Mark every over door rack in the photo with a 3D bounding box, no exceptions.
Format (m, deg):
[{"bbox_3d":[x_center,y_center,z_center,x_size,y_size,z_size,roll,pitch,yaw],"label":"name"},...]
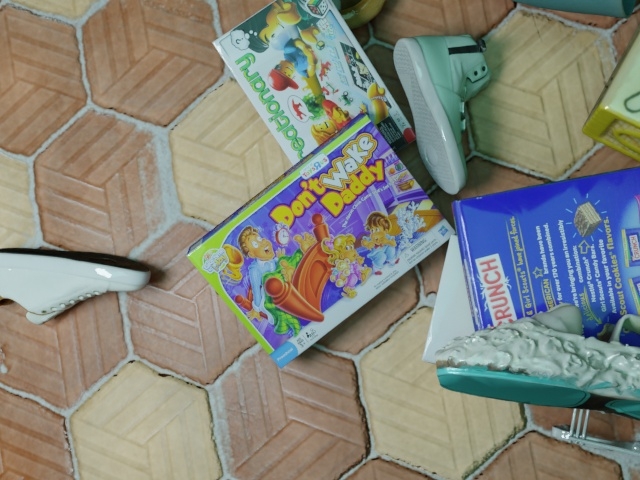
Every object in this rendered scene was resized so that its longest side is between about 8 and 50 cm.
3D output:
[{"bbox_3d":[0.522,0.215,1.289,0.324,0.108,0.239,11,92,29],"label":"over door rack"}]

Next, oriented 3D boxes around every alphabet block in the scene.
[{"bbox_3d":[0.527,-0.221,1.303,0.192,0.193,0.197,29,90,11],"label":"alphabet block"}]

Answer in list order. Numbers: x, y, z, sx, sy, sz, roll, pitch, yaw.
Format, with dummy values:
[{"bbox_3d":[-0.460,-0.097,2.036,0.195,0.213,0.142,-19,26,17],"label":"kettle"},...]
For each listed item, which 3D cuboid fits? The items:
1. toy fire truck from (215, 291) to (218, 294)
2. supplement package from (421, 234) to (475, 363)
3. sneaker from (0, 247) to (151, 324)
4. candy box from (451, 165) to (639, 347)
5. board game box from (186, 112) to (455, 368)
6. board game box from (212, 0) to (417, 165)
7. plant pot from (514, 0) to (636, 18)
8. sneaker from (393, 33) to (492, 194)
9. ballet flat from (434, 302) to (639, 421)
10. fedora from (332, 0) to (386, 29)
[{"bbox_3d":[-0.085,0.016,1.445,0.135,0.047,0.191,16,89,8],"label":"toy fire truck"},{"bbox_3d":[0.274,0.111,1.333,0.203,0.149,0.194,13,86,9],"label":"supplement package"},{"bbox_3d":[-0.417,0.081,1.470,0.290,0.106,0.123,4,95,16],"label":"sneaker"},{"bbox_3d":[0.357,0.048,1.190,0.317,0.122,0.268,-10,87,4],"label":"candy box"},{"bbox_3d":[0.000,0.000,1.378,0.347,0.078,0.233,-38,101,3],"label":"board game box"},{"bbox_3d":[-0.007,-0.239,1.405,0.193,0.053,0.305,-33,101,5],"label":"board game box"},{"bbox_3d":[0.350,-0.481,1.313,0.235,0.293,0.292,7,86,25],"label":"plant pot"},{"bbox_3d":[0.222,-0.207,1.385,0.151,0.094,0.255,-15,87,-21],"label":"sneaker"},{"bbox_3d":[0.341,0.150,1.082,0.409,0.147,0.146,11,87,0],"label":"ballet flat"},{"bbox_3d":[0.018,-0.427,1.450,0.195,0.079,0.194,0,88,0],"label":"fedora"}]
